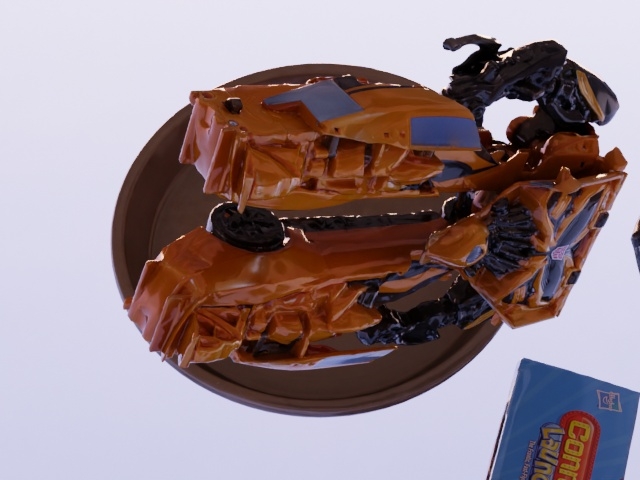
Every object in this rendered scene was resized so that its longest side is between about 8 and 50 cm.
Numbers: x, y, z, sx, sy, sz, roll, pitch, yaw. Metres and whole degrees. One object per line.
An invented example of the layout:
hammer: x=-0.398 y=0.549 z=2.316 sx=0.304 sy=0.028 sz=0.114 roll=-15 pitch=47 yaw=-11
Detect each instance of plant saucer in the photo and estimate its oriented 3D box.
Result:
plant saucer: x=0.000 y=0.000 z=1.202 sx=0.278 sy=0.041 sz=0.277 roll=-1 pitch=-122 yaw=1

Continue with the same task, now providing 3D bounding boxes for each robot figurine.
robot figurine: x=0.046 y=-0.010 z=0.982 sx=0.291 sy=0.211 sz=0.085 roll=-4 pitch=-141 yaw=-34

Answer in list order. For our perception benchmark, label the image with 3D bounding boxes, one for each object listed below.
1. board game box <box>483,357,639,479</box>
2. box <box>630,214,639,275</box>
board game box: x=0.116 y=0.292 z=1.196 sx=0.086 sy=0.308 sz=0.302 roll=16 pitch=-133 yaw=6
box: x=0.301 y=-0.061 z=0.649 sx=0.296 sy=0.073 sz=0.293 roll=12 pitch=-125 yaw=29
